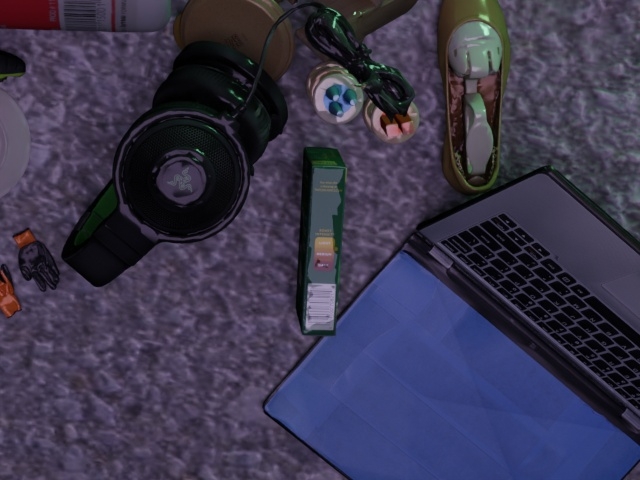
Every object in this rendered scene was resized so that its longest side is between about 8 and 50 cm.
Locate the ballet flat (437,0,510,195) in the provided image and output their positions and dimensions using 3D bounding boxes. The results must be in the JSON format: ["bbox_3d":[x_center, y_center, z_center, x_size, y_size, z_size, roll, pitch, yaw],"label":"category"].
[{"bbox_3d":[0.167,-0.159,1.808,0.080,0.073,0.232,-5,103,-5],"label":"ballet flat"}]

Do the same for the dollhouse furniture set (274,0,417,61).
[{"bbox_3d":[-0.017,-0.417,1.725,0.355,0.174,0.303,44,139,14],"label":"dollhouse furniture set"}]

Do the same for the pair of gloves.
[{"bbox_3d":[-0.327,0.035,1.839,0.083,0.010,0.074,-32,103,0],"label":"pair of gloves"}]

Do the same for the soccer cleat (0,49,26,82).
[{"bbox_3d":[-0.387,-0.209,1.752,0.179,0.060,0.072,13,100,-5],"label":"soccer cleat"}]

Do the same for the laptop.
[{"bbox_3d":[0.219,0.171,1.815,0.382,0.408,0.236,39,63,-13],"label":"laptop"}]

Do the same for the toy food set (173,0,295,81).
[{"bbox_3d":[-0.088,-0.214,1.763,0.132,0.038,0.192,15,127,6],"label":"toy food set"}]

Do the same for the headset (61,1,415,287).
[{"bbox_3d":[-0.094,-0.084,1.677,0.185,0.243,0.394,40,125,-12],"label":"headset"}]

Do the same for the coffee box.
[{"bbox_3d":[0.000,0.000,1.810,0.040,0.113,0.184,2,101,-5],"label":"coffee box"}]

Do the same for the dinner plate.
[{"bbox_3d":[-0.376,-0.102,1.800,0.141,0.017,0.141,-2,105,-6],"label":"dinner plate"}]

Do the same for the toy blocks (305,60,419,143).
[{"bbox_3d":[0.047,-0.135,1.763,0.123,0.148,0.054,24,100,-10],"label":"toy blocks"}]

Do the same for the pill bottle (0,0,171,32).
[{"bbox_3d":[-0.346,-0.319,1.643,0.407,0.229,0.229,1,103,-6],"label":"pill bottle"}]
